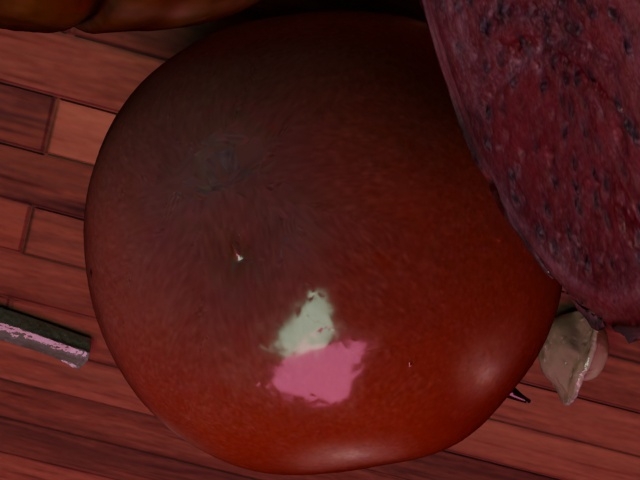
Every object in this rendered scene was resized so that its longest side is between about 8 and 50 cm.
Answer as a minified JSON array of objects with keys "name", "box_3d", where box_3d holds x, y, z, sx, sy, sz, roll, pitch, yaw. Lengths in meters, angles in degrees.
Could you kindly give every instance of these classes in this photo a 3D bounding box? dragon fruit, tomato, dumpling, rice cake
[{"name":"dragon fruit","box_3d":[0.193,-0.141,0.787,0.263,0.314,0.296,-17,169,-15]},{"name":"tomato","box_3d":[0.000,0.000,1.029,0.256,0.256,0.224,-5,178,21]},{"name":"dumpling","box_3d":[0.165,0.079,1.283,0.043,0.059,0.077,18,151,-31]},{"name":"rice cake","box_3d":[-0.221,0.062,1.395,0.121,0.021,0.022,21,135,-15]}]

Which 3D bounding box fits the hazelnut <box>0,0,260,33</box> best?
[{"name":"hazelnut","box_3d":[-0.089,-0.176,0.776,0.229,0.229,0.229,7,147,5]}]
